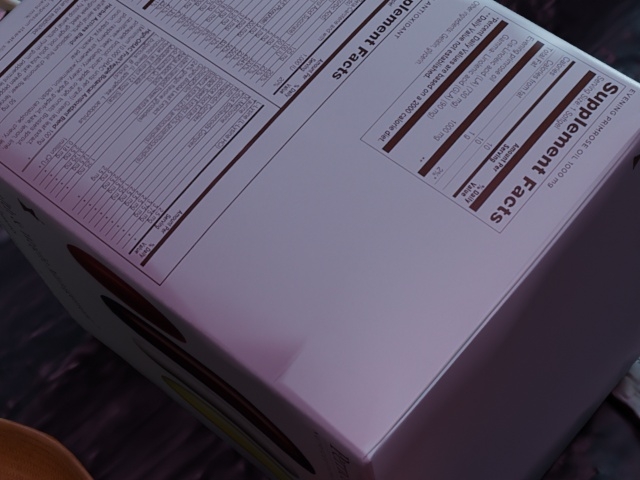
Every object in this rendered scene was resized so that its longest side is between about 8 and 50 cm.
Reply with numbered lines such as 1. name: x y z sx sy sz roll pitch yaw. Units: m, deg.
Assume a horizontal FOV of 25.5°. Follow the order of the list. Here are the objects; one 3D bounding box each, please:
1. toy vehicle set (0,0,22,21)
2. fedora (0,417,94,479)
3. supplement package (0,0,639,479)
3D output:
1. toy vehicle set: -0.215 -0.100 0.714 0.166 0.035 0.267 27 71 22
2. fedora: -0.169 0.149 0.550 0.194 0.079 0.194 -4 61 8
3. supplement package: 0.000 0.000 0.530 0.203 0.194 0.149 35 74 25
